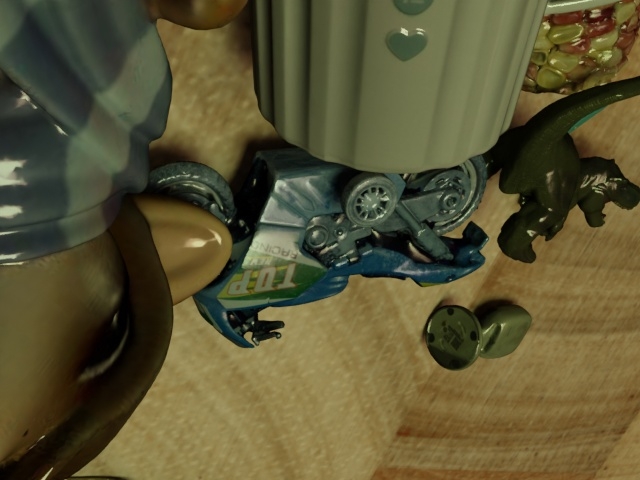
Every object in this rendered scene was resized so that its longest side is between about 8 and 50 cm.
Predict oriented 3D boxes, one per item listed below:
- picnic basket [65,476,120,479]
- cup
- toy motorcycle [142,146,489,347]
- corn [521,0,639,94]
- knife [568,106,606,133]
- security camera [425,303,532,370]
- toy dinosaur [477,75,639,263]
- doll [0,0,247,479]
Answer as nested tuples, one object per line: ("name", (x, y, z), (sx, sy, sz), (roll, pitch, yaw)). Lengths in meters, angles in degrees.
("picnic basket", (-0.193, 0.285, 0.549), (0.313, 0.228, 0.175), (23, 109, -38))
("cup", (0.064, -0.143, 0.421), (0.167, 0.221, 0.202), (-48, 152, -42))
("toy motorcycle", (0.000, 0.000, 0.559), (0.255, 0.092, 0.135), (-8, 124, -21))
("corn", (0.139, -0.222, 0.492), (0.098, 0.098, 0.289), (-24, 127, -15))
("knife", (0.190, -0.082, 0.675), (0.091, 0.005, 0.014), (-36, 130, -4))
("security camera", (0.138, 0.079, 0.730), (0.092, 0.058, 0.058), (2, 119, -46))
("toy dinosaur", (0.184, -0.072, 0.608), (0.187, 0.087, 0.179), (-7, 140, -52))
("doll", (-0.156, -0.042, 0.350), (0.318, 0.209, 0.339), (-6, 126, -9))
